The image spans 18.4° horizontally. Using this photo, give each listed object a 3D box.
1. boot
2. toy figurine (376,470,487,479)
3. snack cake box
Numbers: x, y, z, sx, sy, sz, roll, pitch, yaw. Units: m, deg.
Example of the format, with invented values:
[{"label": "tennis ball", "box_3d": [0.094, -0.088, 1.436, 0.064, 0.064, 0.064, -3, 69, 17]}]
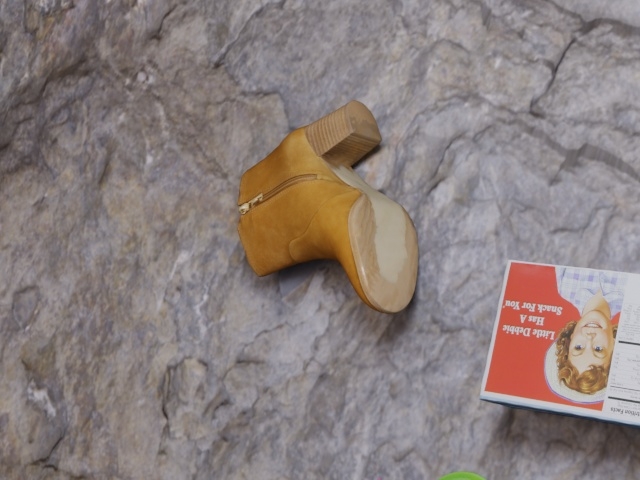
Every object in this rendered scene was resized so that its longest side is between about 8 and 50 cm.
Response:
[{"label": "boot", "box_3d": [-0.001, -0.001, 2.296, 0.211, 0.104, 0.295, -37, 49, 35]}, {"label": "toy figurine", "box_3d": [0.081, 0.300, 2.071, 0.173, 0.159, 0.130, -19, 64, 38]}, {"label": "snack cake box", "box_3d": [0.298, 0.110, 1.980, 0.264, 0.089, 0.152, 7, 83, 44]}]
